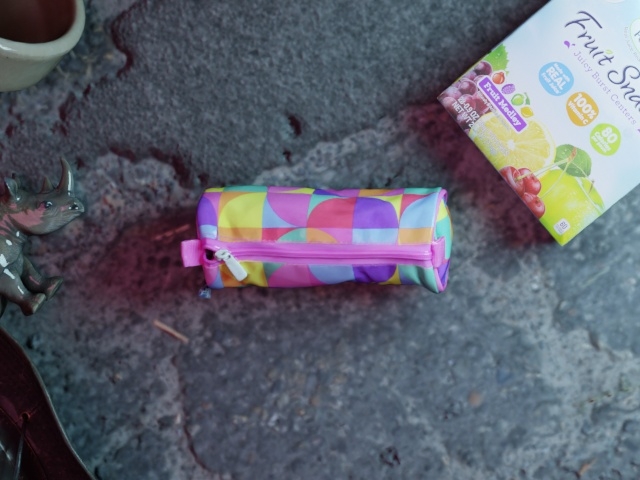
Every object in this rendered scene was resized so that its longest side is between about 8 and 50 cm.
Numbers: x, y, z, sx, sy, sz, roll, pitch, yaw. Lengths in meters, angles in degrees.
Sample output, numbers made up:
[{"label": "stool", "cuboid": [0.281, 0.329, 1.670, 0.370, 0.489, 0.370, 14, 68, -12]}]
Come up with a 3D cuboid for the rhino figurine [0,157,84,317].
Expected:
[{"label": "rhino figurine", "cuboid": [-0.298, 0.029, 1.806, 0.106, 0.073, 0.243, 31, 97, 2]}]

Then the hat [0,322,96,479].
[{"label": "hat", "cuboid": [-0.345, 0.220, 1.737, 0.331, 0.134, 0.331, 21, 125, 33]}]

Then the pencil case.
[{"label": "pencil case", "cuboid": [0.000, 0.000, 1.747, 0.236, 0.104, 0.104, -2, 95, 8]}]

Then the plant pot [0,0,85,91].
[{"label": "plant pot", "cuboid": [-0.376, -0.185, 1.731, 0.263, 0.263, 0.229, 44, 118, 2]}]

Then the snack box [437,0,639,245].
[{"label": "snack box", "cuboid": [0.236, -0.126, 1.714, 0.207, 0.070, 0.174, -41, 88, 8]}]
